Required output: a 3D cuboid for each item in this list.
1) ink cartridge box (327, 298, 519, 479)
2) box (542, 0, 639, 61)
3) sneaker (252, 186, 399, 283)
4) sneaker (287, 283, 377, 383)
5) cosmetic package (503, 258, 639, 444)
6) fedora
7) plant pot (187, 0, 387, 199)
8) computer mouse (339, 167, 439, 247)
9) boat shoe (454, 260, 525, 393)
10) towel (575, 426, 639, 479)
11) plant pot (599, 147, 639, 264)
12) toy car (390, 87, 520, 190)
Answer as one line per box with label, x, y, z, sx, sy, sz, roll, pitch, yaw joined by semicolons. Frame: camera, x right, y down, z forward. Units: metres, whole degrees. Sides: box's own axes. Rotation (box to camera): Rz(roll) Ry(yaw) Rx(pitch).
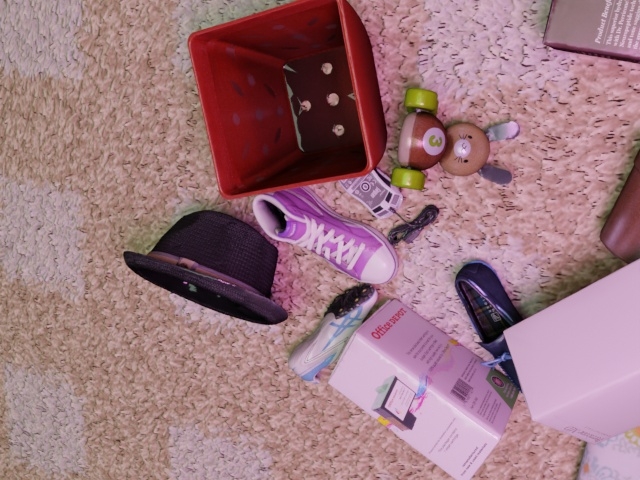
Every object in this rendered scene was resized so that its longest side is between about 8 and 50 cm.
ink cartridge box;0.179;0.245;1.182;0.278;0.201;0.117;35;114;14
box;0.436;-0.336;0.961;0.203;0.167;0.169;17;108;20
sneaker;-0.001;0.001;1.234;0.282;0.161;0.102;32;111;13
sneaker;0.034;0.175;1.308;0.086;0.085;0.237;35;112;-15
cosmetic package;0.472;0.135;0.969;0.365;0.196;0.155;-38;44;31
fedora;-0.196;0.039;1.310;0.333;0.334;0.153;17;74;20
plant pot;-0.020;-0.232;1.148;0.267;0.235;0.268;-8;98;26
computer mouse;0.111;-0.080;1.233;0.193;0.042;0.106;45;120;3
boat shoe;0.296;0.163;1.170;0.109;0.089;0.258;-42;79;38
towel;0.607;0.407;1.093;0.374;0.090;0.321;15;106;21
plant pot;0.505;-0.044;1.007;0.166;0.167;0.165;29;119;15
toy car;0.221;-0.150;1.122;0.188;0.149;0.155;10;95;10
